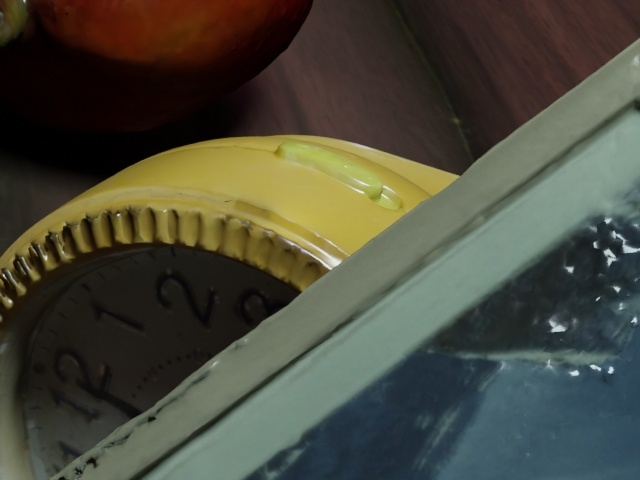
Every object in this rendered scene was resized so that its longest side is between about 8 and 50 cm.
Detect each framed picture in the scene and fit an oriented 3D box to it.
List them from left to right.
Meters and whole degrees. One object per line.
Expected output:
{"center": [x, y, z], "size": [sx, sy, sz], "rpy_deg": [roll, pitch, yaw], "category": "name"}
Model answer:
{"center": [0.046, 0.124, 0.578], "size": [0.247, 0.335, 0.022], "rpy_deg": [53, -4, 15], "category": "framed picture"}

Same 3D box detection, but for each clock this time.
{"center": [0.023, 0.087, 0.727], "size": [0.317, 0.244, 0.200], "rpy_deg": [22, 25, 14], "category": "clock"}

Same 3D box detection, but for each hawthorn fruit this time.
{"center": [-0.126, -0.178, 1.092], "size": [0.265, 0.265, 0.307], "rpy_deg": [19, 35, 0], "category": "hawthorn fruit"}
